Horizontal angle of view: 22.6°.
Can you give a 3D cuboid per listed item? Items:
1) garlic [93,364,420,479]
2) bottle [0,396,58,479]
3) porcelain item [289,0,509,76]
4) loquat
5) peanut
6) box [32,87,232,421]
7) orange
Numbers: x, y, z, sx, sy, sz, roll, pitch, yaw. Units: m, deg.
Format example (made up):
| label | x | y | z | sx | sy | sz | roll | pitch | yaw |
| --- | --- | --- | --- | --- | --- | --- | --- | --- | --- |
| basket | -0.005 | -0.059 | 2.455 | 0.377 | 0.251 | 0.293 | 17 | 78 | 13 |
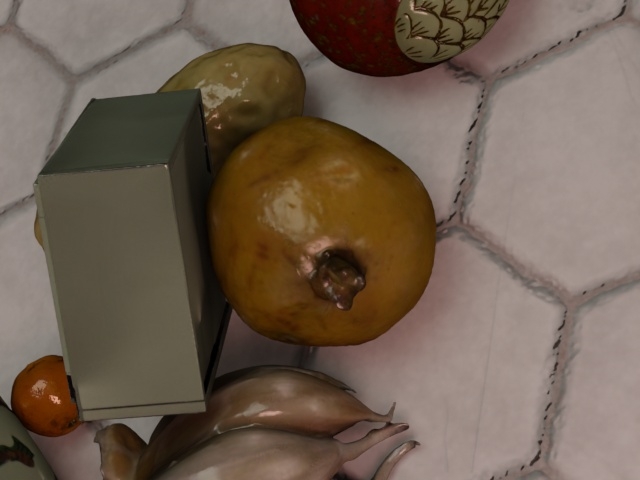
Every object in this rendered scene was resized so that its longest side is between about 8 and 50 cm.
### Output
| label | x | y | z | sx | sy | sz | roll | pitch | yaw |
| --- | --- | --- | --- | --- | --- | --- | --- | --- | --- |
| garlic | -0.063 | 0.229 | 1.411 | 0.291 | 0.210 | 0.237 | -11 | 27 | 27 |
| bottle | -0.314 | 0.302 | 1.461 | 0.229 | 0.229 | 0.352 | -45 | 61 | 3 |
| porcelain item | 0.065 | -0.286 | 1.516 | 0.253 | 0.253 | 0.253 | -13 | 61 | 24 |
| loquat | 0.000 | 0.000 | 1.407 | 0.213 | 0.213 | 0.246 | -42 | 19 | 5 |
| peanut | -0.145 | -0.075 | 1.592 | 0.318 | 0.147 | 0.148 | -36 | 54 | 5 |
| box | -0.161 | 0.006 | 1.419 | 0.117 | 0.225 | 0.225 | -5 | 20 | 5 |
| orange | -0.264 | 0.153 | 1.579 | 0.083 | 0.083 | 0.084 | -13 | 61 | 24 |
